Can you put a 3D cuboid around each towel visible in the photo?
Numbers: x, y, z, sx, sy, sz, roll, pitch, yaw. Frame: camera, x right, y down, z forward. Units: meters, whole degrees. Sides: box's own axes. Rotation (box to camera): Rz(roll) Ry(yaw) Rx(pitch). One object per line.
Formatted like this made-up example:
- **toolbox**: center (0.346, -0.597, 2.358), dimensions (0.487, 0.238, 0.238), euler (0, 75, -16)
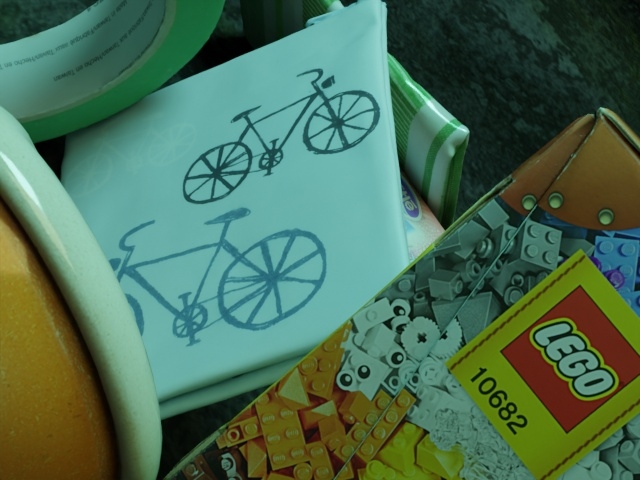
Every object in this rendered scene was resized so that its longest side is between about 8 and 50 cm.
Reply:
- **towel**: center (0.024, -0.152, 1.371), dimensions (0.038, 0.248, 0.325), euler (-33, 69, -14)

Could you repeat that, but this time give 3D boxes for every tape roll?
- **tape roll**: center (-0.232, -0.180, 1.094), dimensions (0.321, 0.321, 0.077), euler (1, 59, -43)

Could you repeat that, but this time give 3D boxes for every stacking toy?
- **stacking toy**: center (-0.363, 0.129, 0.811), dimensions (0.480, 0.350, 0.350), euler (-33, 84, -32)

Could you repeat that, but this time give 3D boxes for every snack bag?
- **snack bag**: center (-0.082, -0.018, 1.125), dimensions (0.037, 0.323, 0.342), euler (50, 27, -43)

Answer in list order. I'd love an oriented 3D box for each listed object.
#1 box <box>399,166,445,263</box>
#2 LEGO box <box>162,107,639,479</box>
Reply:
- **box**: center (0.000, 0.000, 1.303), dimensions (0.142, 0.154, 0.300), euler (-25, 77, -50)
- **LEGO box**: center (0.137, 0.131, 0.965), dimensions (0.193, 0.372, 0.500), euler (52, 13, 14)
